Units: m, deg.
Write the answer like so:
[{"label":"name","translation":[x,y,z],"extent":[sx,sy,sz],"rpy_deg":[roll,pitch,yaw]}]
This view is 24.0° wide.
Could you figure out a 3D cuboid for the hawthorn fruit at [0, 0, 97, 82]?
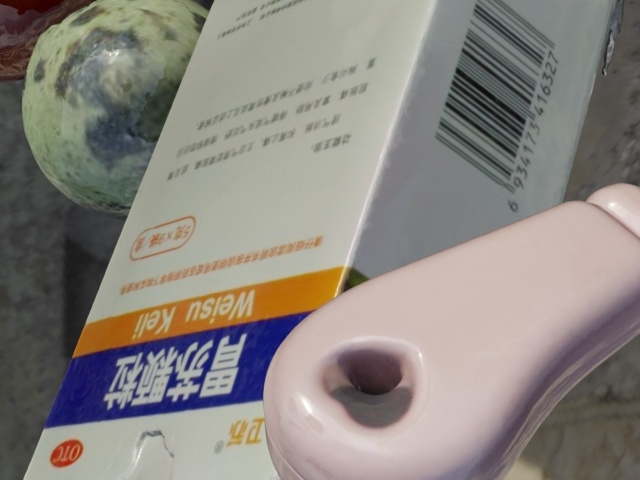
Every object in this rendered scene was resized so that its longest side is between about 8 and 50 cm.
[{"label":"hawthorn fruit","translation":[-0.265,-0.248,1.019],"extent":[0.295,0.295,0.311],"rpy_deg":[-39,80,20]}]

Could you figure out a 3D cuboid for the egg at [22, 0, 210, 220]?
[{"label":"egg","translation":[-0.107,-0.080,0.892],"extent":[0.141,0.182,0.141],"rpy_deg":[0,92,-6]}]

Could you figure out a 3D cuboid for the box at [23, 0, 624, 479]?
[{"label":"box","translation":[0.000,0.000,0.692],"extent":[0.106,0.299,0.200],"rpy_deg":[35,151,-29]}]

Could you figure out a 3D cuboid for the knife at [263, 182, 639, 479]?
[{"label":"knife","translation":[0.132,-0.010,0.456],"extent":[0.081,0.336,0.043],"rpy_deg":[47,155,33]}]
